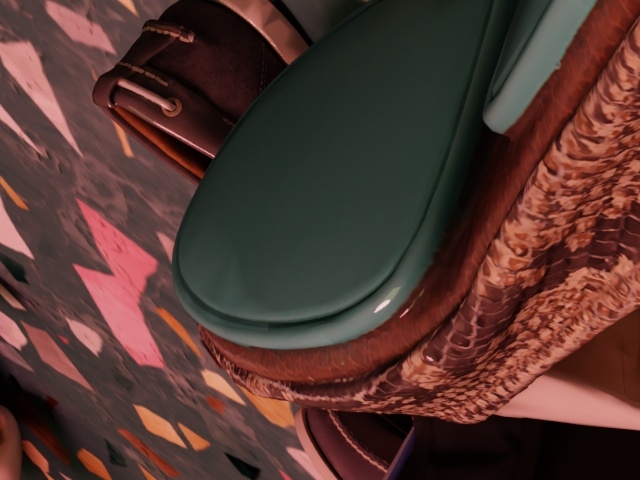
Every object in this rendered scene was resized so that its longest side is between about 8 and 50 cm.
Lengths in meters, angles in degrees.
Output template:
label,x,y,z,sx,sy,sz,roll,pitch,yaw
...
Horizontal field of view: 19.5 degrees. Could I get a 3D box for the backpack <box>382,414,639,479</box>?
label,x,y,z,sx,sy,sz,roll,pitch,yaw
backpack,0.106,0.181,0.677,0.276,0.263,0.213,23,149,39

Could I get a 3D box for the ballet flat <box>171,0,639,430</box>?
label,x,y,z,sx,sy,sz,roll,pitch,yaw
ballet flat,0.095,-0.025,0.514,0.182,0.164,0.483,26,158,-10

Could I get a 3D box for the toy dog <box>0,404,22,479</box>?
label,x,y,z,sx,sy,sz,roll,pitch,yaw
toy dog,-0.387,0.164,1.454,0.395,0.284,0.408,45,161,33

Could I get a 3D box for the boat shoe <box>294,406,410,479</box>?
label,x,y,z,sx,sy,sz,roll,pitch,yaw
boat shoe,0.076,0.131,0.929,0.206,0.075,0.065,40,114,23

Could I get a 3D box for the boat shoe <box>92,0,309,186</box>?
label,x,y,z,sx,sy,sz,roll,pitch,yaw
boat shoe,0.000,0.000,0.783,0.233,0.079,0.084,49,155,-16
